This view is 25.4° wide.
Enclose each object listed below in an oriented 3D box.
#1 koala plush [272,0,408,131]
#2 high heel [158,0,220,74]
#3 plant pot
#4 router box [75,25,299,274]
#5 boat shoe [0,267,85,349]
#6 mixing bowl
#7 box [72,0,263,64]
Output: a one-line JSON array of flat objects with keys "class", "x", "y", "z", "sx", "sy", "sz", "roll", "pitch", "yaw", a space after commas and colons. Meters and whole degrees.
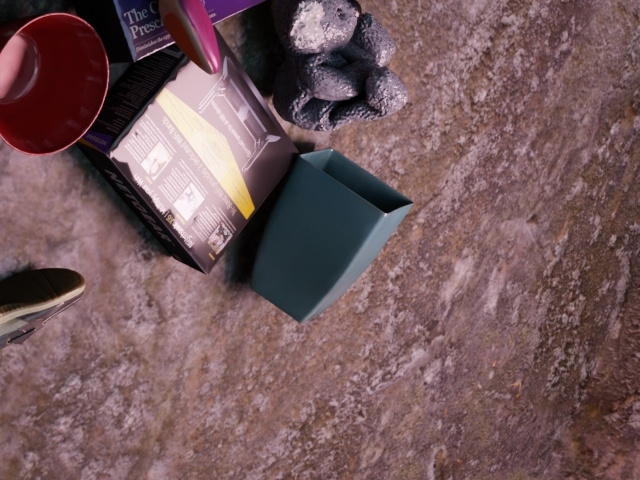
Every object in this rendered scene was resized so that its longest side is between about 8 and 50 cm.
[{"class": "koala plush", "x": -0.003, "y": -0.292, "z": 2.093, "sx": 0.203, "sy": 0.196, "sz": 0.221, "roll": -19, "pitch": 131, "yaw": 7}, {"class": "high heel", "x": -0.158, "y": -0.334, "z": 1.773, "sx": 0.117, "sy": 0.082, "sz": 0.244, "roll": -33, "pitch": 102, "yaw": -22}, {"class": "plant pot", "x": 0.000, "y": 0.000, "z": 2.237, "sx": 0.234, "sy": 0.165, "sz": 0.165, "roll": -58, "pitch": 168, "yaw": 16}, {"class": "router box", "x": -0.184, "y": -0.135, "z": 2.042, "sx": 0.243, "sy": 0.081, "sz": 0.309, "roll": -53, "pitch": 140, "yaw": -17}, {"class": "boat shoe", "x": -0.417, "y": 0.104, "z": 1.905, "sx": 0.223, "sy": 0.080, "sz": 0.073, "roll": -24, "pitch": 132, "yaw": -34}, {"class": "mixing bowl", "x": -0.365, "y": -0.206, "z": 1.780, "sx": 0.181, "sy": 0.098, "sz": 0.181, "roll": -24, "pitch": 126, "yaw": -39}, {"class": "box", "x": -0.200, "y": -0.361, "z": 1.855, "sx": 0.261, "sy": 0.103, "sz": 0.184, "roll": -33, "pitch": 112, "yaw": -35}]
